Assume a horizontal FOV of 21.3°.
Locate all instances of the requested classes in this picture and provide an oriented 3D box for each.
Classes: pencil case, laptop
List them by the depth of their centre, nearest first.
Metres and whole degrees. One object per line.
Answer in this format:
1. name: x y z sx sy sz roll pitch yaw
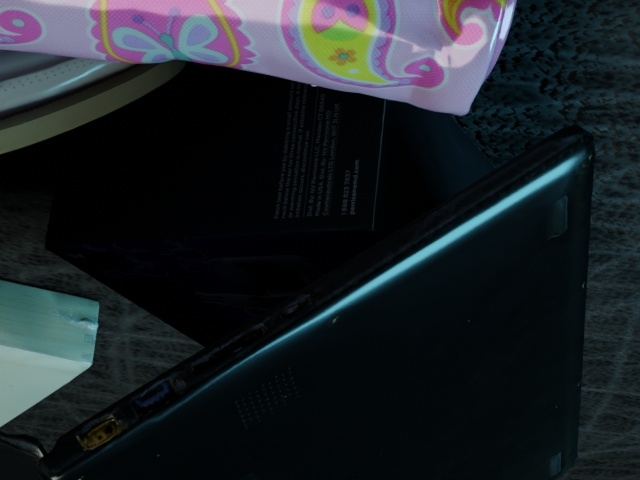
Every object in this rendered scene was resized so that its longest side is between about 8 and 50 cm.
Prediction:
1. pencil case: -0.070 -0.121 0.597 0.284 0.124 0.124 9 160 -5
2. laptop: -0.095 0.070 0.875 0.408 0.236 0.382 -32 153 -10

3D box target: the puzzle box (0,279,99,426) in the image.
1. puzzle box: -0.365 0.091 1.359 0.272 0.052 0.409 15 158 -22

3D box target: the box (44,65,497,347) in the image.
1. box: 0.000 0.000 0.934 0.184 0.103 0.261 -1 159 26

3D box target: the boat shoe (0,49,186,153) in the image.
1. boat shoe: -0.212 -0.080 0.738 0.302 0.103 0.113 -14 -165 -8
